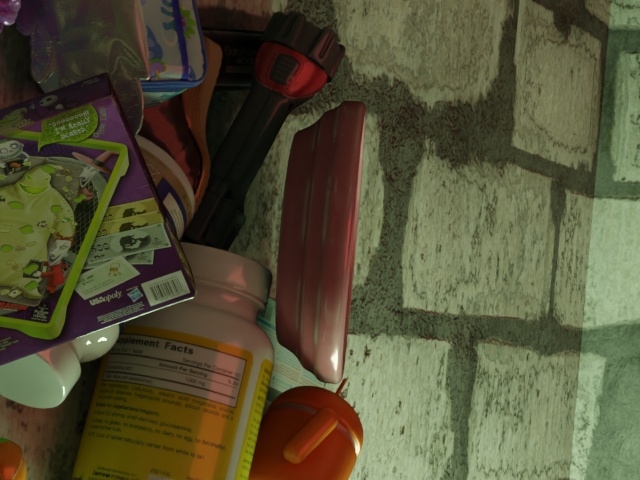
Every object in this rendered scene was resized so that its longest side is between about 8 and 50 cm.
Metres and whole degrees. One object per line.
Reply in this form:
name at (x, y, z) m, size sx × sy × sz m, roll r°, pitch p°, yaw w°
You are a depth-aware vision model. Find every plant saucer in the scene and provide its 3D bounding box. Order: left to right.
plant saucer at (0.000, 0.000, 1.584) m, size 0.332 × 0.084 × 0.332 m, roll 5°, pitch 90°, yaw -87°

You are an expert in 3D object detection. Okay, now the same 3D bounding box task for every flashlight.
flashlight at (-0.079, -0.125, 1.621) m, size 0.103 × 0.103 × 0.304 m, roll 33°, pitch 80°, yaw -37°

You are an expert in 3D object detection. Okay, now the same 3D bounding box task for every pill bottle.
pill bottle at (-0.244, 0.025, 1.335) m, size 0.265 × 0.153 × 0.153 m, roll -63°, pitch 143°, yaw -36°
pill bottle at (-0.156, 0.180, 1.477) m, size 0.188 × 0.187 × 0.334 m, roll 36°, pitch 62°, yaw -57°

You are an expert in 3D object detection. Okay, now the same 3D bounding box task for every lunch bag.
lunch bag at (-0.207, -0.246, 1.355) m, size 0.176 × 0.090 × 0.219 m, roll -1°, pitch 78°, yaw -43°

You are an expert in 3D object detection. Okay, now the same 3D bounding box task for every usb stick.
usb stick at (-0.112, -0.222, 1.652) m, size 0.278 × 0.045 × 0.077 m, roll -11°, pitch 100°, yaw -60°

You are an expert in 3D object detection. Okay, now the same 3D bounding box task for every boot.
boot at (-0.215, -0.133, 1.456) m, size 0.206 × 0.090 × 0.248 m, roll 13°, pitch 86°, yaw -42°

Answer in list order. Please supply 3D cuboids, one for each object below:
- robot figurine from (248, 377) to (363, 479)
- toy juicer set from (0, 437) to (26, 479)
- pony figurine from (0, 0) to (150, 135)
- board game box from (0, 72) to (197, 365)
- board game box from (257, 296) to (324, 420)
robot figurine at (-0.026, 0.262, 1.589) m, size 0.219 × 0.128 × 0.158 m, roll -62°, pitch 141°, yaw -36°
toy juicer set at (-0.359, 0.328, 1.258) m, size 0.209 × 0.089 × 0.329 m, roll -45°, pitch 151°, yaw -72°
pony figurine at (-0.298, -0.254, 1.120) m, size 0.363 × 0.302 × 0.351 m, roll -5°, pitch 98°, yaw -43°
board game box at (-0.296, 0.015, 1.091) m, size 0.056 × 0.346 × 0.208 m, roll -110°, pitch -179°, yaw -50°
board game box at (-0.096, 0.233, 1.687) m, size 0.224 × 0.097 × 0.303 m, roll 36°, pitch 61°, yaw -56°
